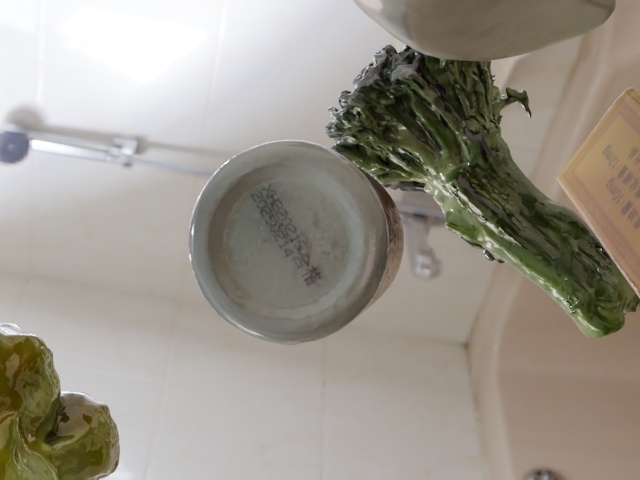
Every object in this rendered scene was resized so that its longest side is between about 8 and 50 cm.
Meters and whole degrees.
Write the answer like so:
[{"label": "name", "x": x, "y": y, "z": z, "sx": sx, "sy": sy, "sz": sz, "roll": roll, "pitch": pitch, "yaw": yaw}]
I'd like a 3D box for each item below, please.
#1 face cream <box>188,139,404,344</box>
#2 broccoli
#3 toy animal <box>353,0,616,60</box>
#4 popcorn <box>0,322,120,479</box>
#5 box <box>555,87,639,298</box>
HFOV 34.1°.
[{"label": "face cream", "x": 0.000, "y": 0.000, "z": 0.622, "sx": 0.251, "sy": 0.101, "sz": 0.101, "roll": -5, "pitch": -75, "yaw": -82}, {"label": "broccoli", "x": 0.145, "y": -0.042, "z": 0.868, "sx": 0.165, "sy": 0.304, "sz": 0.145, "roll": -45, "pitch": -16, "yaw": 9}, {"label": "toy animal", "x": 0.046, "y": -0.283, "z": 0.573, "sx": 0.196, "sy": 0.241, "sz": 0.368, "roll": -50, "pitch": 48, "yaw": 51}, {"label": "popcorn", "x": -0.280, "y": 0.175, "z": 0.700, "sx": 0.226, "sy": 0.276, "sz": 0.276, "roll": 96, "pitch": 178, "yaw": -46}, {"label": "box", "x": 0.242, "y": 0.037, "z": 0.519, "sx": 0.076, "sy": 0.174, "sz": 0.274, "roll": -56, "pitch": 21, "yaw": 21}]
